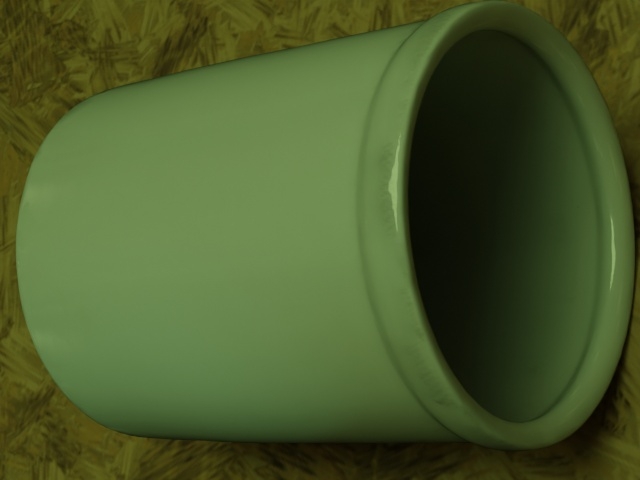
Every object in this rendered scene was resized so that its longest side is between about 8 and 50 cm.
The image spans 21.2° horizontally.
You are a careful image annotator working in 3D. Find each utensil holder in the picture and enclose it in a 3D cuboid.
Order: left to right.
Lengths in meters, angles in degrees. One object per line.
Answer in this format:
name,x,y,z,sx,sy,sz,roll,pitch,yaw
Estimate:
utensil holder,0.000,0.000,1.341,0.385,0.327,0.328,-5,65,37
